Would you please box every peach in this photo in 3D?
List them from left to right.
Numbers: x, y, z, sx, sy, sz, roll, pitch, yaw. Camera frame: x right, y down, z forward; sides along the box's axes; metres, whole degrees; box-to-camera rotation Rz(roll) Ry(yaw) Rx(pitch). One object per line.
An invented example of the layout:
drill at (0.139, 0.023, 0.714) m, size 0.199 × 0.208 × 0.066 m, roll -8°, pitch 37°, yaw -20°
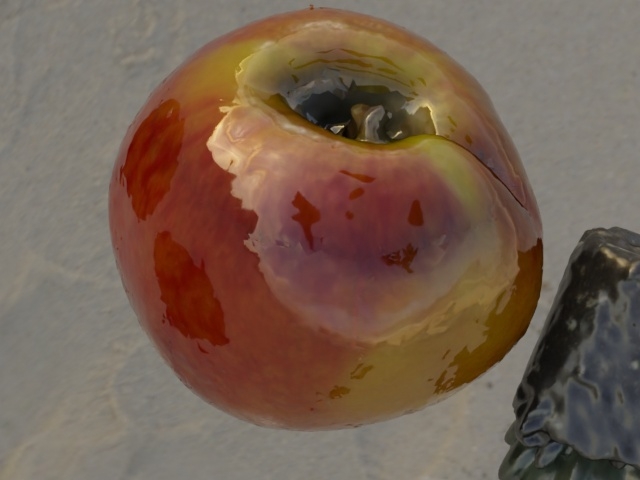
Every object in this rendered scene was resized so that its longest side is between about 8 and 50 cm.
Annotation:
peach at (0.000, 0.000, 0.912) m, size 0.281 × 0.281 × 0.238 m, roll 37°, pitch 50°, yaw -14°

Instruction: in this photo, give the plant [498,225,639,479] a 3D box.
plant at (0.189, 0.096, 0.940) m, size 0.132 × 0.129 × 0.194 m, roll 18°, pitch 106°, yaw 15°
